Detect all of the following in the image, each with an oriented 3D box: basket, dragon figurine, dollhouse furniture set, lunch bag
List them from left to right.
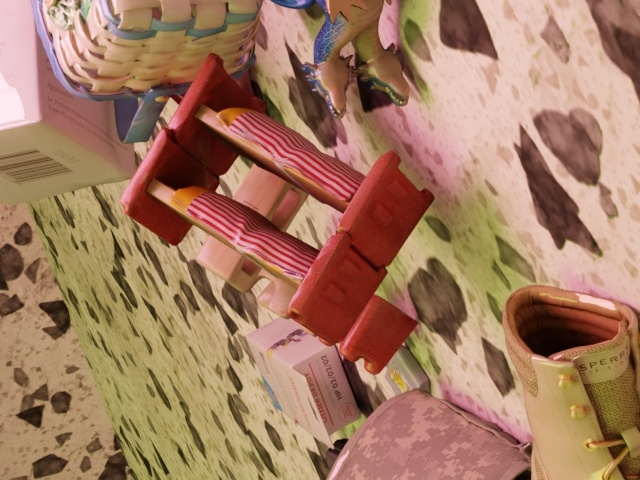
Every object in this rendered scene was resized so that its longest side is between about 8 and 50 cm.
[{"bbox_3d":[-0.160,-0.240,1.348,0.289,0.201,0.255,135,125,-73],"label":"basket"},{"bbox_3d":[-0.007,-0.226,1.161,0.289,0.085,0.144,63,163,-7],"label":"dragon figurine"},{"bbox_3d":[0.000,0.000,1.378,0.201,0.152,0.374,31,176,23],"label":"dollhouse furniture set"},{"bbox_3d":[0.096,0.292,1.399,0.169,0.287,0.235,30,179,-26],"label":"lunch bag"}]

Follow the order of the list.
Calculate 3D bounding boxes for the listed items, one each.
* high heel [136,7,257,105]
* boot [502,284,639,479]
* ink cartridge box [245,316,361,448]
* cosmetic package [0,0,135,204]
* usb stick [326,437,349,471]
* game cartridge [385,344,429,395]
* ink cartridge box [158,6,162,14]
[{"bbox_3d":[-0.169,-0.180,1.621,0.244,0.082,0.117,19,133,23],"label":"high heel"},{"bbox_3d":[0.222,0.157,1.069,0.262,0.095,0.203,45,154,55],"label":"boot"},{"bbox_3d":[-0.014,0.165,1.800,0.181,0.061,0.104,27,141,63],"label":"ink cartridge box"},{"bbox_3d":[-0.297,-0.254,1.494,0.217,0.156,0.385,38,-136,-68],"label":"cosmetic package"},{"bbox_3d":[0.078,0.282,1.740,0.077,0.045,0.278,67,162,-12],"label":"usb stick"},{"bbox_3d":[0.089,0.144,1.555,0.056,0.017,0.083,52,160,20],"label":"game cartridge"},{"bbox_3d":[-0.340,-0.360,1.712,0.353,0.207,0.119,63,165,-1],"label":"ink cartridge box"}]
